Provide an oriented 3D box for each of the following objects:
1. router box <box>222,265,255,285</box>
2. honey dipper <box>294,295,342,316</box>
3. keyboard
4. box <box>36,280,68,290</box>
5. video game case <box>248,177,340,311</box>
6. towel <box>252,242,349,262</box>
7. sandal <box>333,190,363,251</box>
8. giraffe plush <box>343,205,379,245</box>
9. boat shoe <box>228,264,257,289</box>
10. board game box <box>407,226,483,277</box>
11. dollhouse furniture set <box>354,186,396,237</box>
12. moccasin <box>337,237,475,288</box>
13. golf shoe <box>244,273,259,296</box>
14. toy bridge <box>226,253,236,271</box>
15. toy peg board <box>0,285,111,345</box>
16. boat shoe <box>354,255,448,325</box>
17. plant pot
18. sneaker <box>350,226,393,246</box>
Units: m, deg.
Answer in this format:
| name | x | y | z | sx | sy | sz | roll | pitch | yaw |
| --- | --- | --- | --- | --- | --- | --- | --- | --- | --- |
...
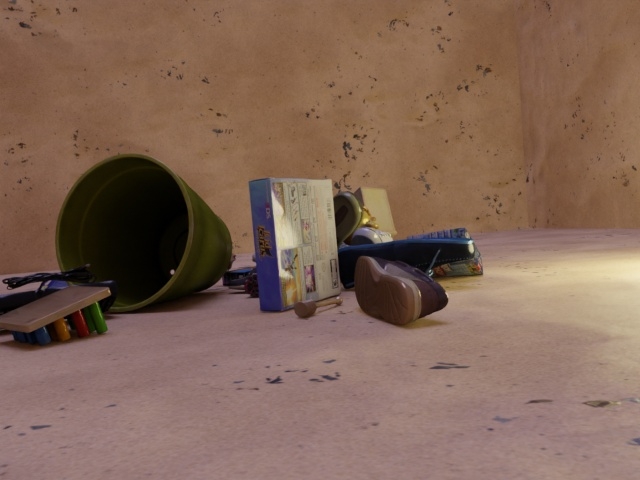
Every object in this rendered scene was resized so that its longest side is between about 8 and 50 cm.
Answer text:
| name | x | y | z | sx | sy | sz | roll | pitch | yaw |
| --- | --- | --- | --- | --- | --- | --- | --- | --- | --- |
| router box | -0.184 | 0.103 | 1.901 | 0.133 | 0.046 | 0.179 | -3 | 3 | 38 |
| honey dipper | 0.001 | 0.125 | 1.247 | 0.030 | 0.031 | 0.160 | -3 | 0 | 28 |
| keyboard | -0.568 | 0.122 | 1.290 | 0.317 | 0.033 | 0.201 | -8 | -33 | -34 |
| box | -0.740 | 0.128 | 1.964 | 0.225 | 0.037 | 0.136 | -9 | 16 | -3 |
| video game case | -0.050 | 0.002 | 1.378 | 0.061 | 0.270 | 0.244 | -4 | 2 | 31 |
| towel | -0.001 | 0.018 | 1.875 | 0.312 | 0.056 | 0.324 | -28 | 29 | -37 |
| sandal | -0.001 | -0.002 | 1.598 | 0.120 | 0.303 | 0.086 | 43 | 39 | 17 |
| giraffe plush | 0.057 | -0.046 | 1.753 | 0.170 | 0.181 | 0.210 | 2 | -39 | -27 |
| boat shoe | -0.147 | 0.090 | 1.663 | 0.206 | 0.065 | 0.075 | -11 | -12 | 21 |
| board game box | 0.294 | 0.044 | 1.616 | 0.194 | 0.060 | 0.194 | -11 | -27 | 23 |
| dollhouse furniture set | 0.127 | -0.046 | 2.104 | 0.212 | 0.161 | 0.242 | 2 | -25 | -28 |
| moccasin | 0.202 | 0.058 | 1.508 | 0.342 | 0.117 | 0.137 | -8 | -4 | 33 |
| golf shoe | -0.089 | 0.099 | 1.561 | 0.186 | 0.068 | 0.086 | -4 | 0 | 16 |
| toy bridge | -0.299 | 0.085 | 1.887 | 0.063 | 0.026 | 0.188 | -10 | -19 | -46 |
| toy peg board | -0.480 | 0.151 | 1.164 | 0.161 | 0.079 | 0.160 | -3 | 18 | 44 |
| boat shoe | 0.134 | 0.086 | 1.133 | 0.092 | 0.103 | 0.285 | 0 | 5 | -15 |
| plant pot | -0.401 | 0.002 | 1.622 | 0.366 | 0.367 | 0.353 | -4 | -9 | 18 |
| sneaker | 0.145 | 0.011 | 1.698 | 0.094 | 0.091 | 0.258 | 20 | -17 | 19 |
